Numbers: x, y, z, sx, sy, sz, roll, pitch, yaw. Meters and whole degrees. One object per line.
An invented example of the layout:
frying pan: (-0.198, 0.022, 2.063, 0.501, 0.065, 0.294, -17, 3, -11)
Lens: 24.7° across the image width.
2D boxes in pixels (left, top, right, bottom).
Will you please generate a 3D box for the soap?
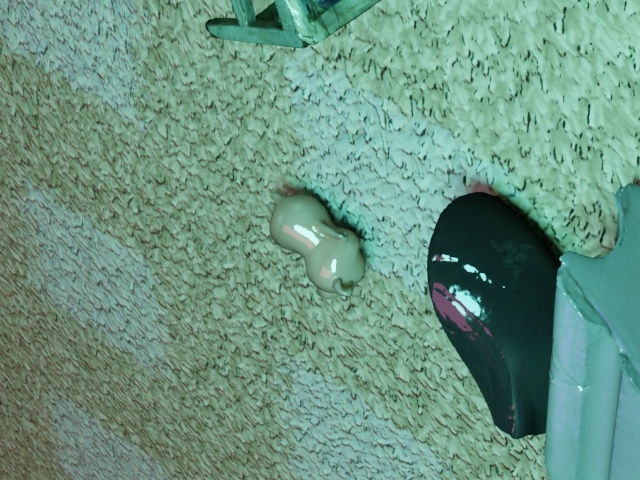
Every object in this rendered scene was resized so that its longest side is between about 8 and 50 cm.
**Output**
soap: (0.344, 0.137, 1.317, 0.257, 0.159, 0.302, 28, 144, 32)

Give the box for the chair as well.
chair: (0.014, -0.258, 1.295, 0.270, 0.147, 0.136, 15, 134, 41)

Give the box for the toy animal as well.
toy animal: (-0.005, 0.004, 1.636, 0.089, 0.083, 0.150, -42, 78, 14)

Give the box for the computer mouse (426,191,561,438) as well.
computer mouse: (0.198, 0.078, 1.426, 0.088, 0.147, 0.264, 3, 128, 50)
